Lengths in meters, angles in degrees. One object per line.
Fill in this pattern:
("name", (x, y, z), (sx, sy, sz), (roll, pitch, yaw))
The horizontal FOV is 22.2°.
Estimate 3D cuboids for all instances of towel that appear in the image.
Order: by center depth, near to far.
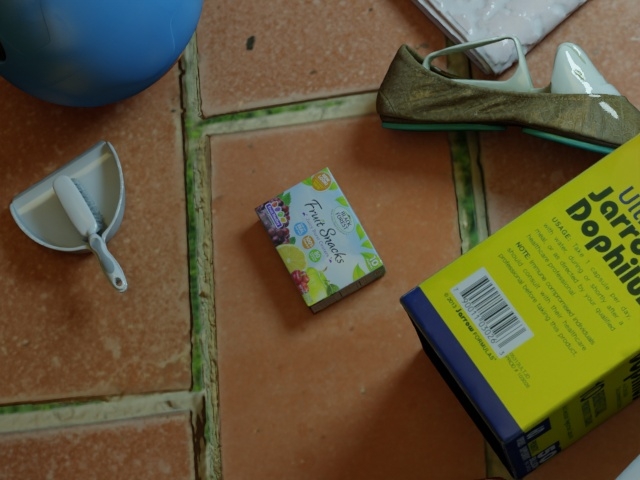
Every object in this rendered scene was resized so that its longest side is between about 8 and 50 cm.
("towel", (0.230, -0.405, 1.969), (0.332, 0.053, 0.317), (-41, 69, -3))

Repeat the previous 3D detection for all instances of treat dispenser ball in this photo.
("treat dispenser ball", (-0.279, -0.300, 1.911), (0.288, 0.288, 0.288), (-4, 71, 10))

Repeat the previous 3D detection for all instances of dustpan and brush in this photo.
("dustpan and brush", (-0.275, -0.015, 1.932), (0.147, 0.060, 0.211), (-33, 68, -1))

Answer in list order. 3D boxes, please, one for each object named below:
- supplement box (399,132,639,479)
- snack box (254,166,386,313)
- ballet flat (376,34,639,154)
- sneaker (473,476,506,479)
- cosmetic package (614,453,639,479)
("supplement box", (0.291, 0.062, 1.718), (0.356, 0.194, 0.195), (-35, 68, -1))
("snack box", (0.000, 0.000, 1.883), (0.100, 0.037, 0.141), (-29, 68, -1))
("ballet flat", (0.231, -0.169, 1.849), (0.342, 0.116, 0.124), (9, 96, 19))
("sneaker", (0.121, 0.294, 1.746), (0.175, 0.064, 0.067), (-7, 80, 12))
("cosmetic package", (0.352, 0.406, 1.481), (0.329, 0.394, 0.327), (-45, 69, -6))
